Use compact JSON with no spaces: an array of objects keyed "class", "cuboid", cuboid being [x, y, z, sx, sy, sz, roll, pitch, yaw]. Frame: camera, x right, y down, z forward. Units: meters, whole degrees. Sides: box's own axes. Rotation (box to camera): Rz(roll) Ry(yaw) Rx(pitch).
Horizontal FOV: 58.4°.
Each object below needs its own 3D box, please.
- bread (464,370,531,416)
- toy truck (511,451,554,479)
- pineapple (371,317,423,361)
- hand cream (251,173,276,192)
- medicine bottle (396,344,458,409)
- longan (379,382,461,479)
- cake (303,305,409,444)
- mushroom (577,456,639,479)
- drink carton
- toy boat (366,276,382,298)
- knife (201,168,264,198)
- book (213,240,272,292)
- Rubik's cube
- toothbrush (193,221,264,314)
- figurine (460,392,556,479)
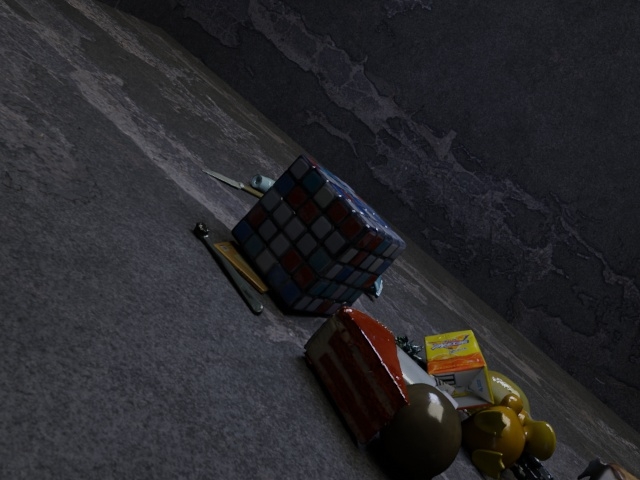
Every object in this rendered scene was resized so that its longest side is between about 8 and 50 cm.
[{"class":"bread","cuboid":[0.519,0.470,1.683,0.261,0.156,0.158,49,18,30]},{"class":"toy truck","cuboid":[0.570,0.624,1.539,0.088,0.074,0.202,37,11,-47]},{"class":"pineapple","cuboid":[0.171,0.274,1.543,0.221,0.103,0.083,30,28,-19]},{"class":"hand cream","cuboid":[-0.134,-0.176,2.175,0.331,0.058,0.085,20,23,-52]},{"class":"medicine bottle","cuboid":[0.185,0.326,1.380,0.296,0.111,0.161,41,10,11]},{"class":"longan","cuboid":[0.195,0.387,1.132,0.159,0.204,0.185,3,-17,-8]},{"class":"cake","cuboid":[0.104,0.289,1.200,0.159,0.158,0.262,23,24,-46]},{"class":"mushroom","cuboid":[0.800,0.767,1.366,0.397,0.224,0.314,36,13,-18]},{"class":"drink carton","cuboid":[0.375,0.351,1.589,0.351,0.154,0.111,-30,109,-80]},{"class":"toy boat","cuboid":[0.120,0.114,1.938,0.215,0.088,0.102,43,49,11]},{"class":"knife","cuboid":[-0.280,-0.186,1.927,0.298,0.017,0.047,26,26,-44]},{"class":"book","cuboid":[-0.184,0.063,1.435,0.172,0.012,0.118,42,14,10]},{"class":"Rubik's cube","cuboid":[0.000,0.000,1.505,0.293,0.292,0.287,51,14,26]},{"class":"toothbrush","cuboid":[-0.216,0.061,1.334,0.030,0.031,0.297,-14,52,-40]},{"class":"figurine","cuboid":[0.470,0.494,1.468,0.228,0.215,0.215,6,28,-22]}]
